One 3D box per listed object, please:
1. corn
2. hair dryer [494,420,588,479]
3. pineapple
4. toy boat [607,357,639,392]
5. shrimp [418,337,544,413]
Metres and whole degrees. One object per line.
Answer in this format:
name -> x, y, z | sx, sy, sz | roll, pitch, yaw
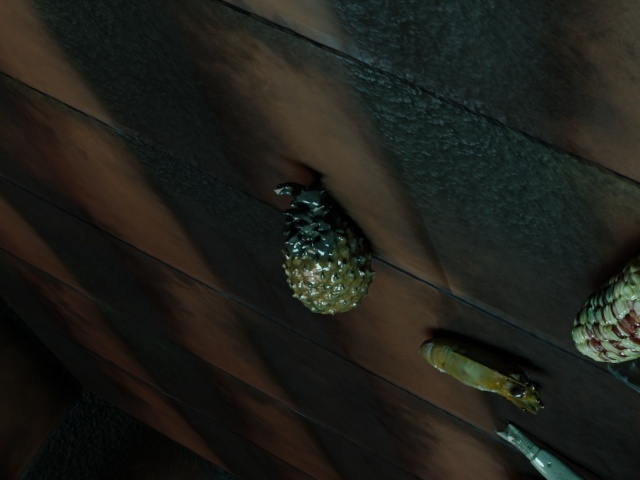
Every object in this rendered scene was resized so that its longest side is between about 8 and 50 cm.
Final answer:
corn -> 0.293, 0.068, 1.620 | 0.086, 0.086, 0.253 | 33, 164, 2
hair dryer -> 0.373, 0.357, 2.367 | 0.267, 0.092, 0.229 | 40, 176, 37
pineapple -> 0.000, 0.000, 1.991 | 0.108, 0.108, 0.198 | 25, 152, 29
toy boat -> 0.355, 0.134, 1.753 | 0.066, 0.059, 0.140 | 9, -175, -41
shrimp -> 0.211, 0.174, 2.145 | 0.133, 0.053, 0.236 | 46, 163, -31
